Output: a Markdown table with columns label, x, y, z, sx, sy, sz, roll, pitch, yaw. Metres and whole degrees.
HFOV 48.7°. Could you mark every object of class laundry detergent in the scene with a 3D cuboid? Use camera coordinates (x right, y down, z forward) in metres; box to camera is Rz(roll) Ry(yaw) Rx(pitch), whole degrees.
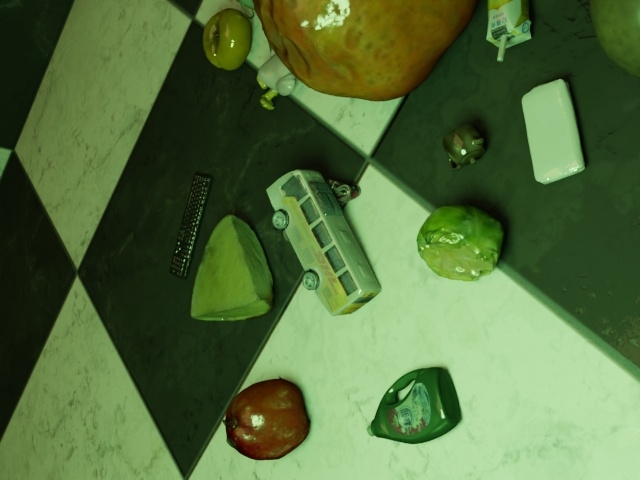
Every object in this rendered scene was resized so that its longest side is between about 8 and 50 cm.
| label | x | y | z | sx | sy | sz | roll | pitch | yaw |
| --- | --- | --- | --- | --- | --- | --- | --- | --- | --- |
| laundry detergent | 0.170 | 0.333 | 1.385 | 0.211 | 0.063 | 0.137 | -34 | 56 | 39 |

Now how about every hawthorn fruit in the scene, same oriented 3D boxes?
| label | x | y | z | sx | sy | sz | roll | pitch | yaw |
| --- | --- | --- | --- | --- | --- | --- | --- | --- | --- |
| hawthorn fruit | 0.063 | -0.514 | 1.437 | 0.471 | 0.471 | 0.472 | -13 | 71 | 43 |
| hawthorn fruit | -0.132 | 0.401 | 1.578 | 0.185 | 0.202 | 0.185 | -6 | 83 | 51 |

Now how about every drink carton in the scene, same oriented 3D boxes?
| label | x | y | z | sx | sy | sz | roll | pitch | yaw |
| --- | --- | --- | --- | --- | --- | --- | --- | --- | --- |
| drink carton | 0.362 | -0.428 | 1.360 | 0.084 | 0.074 | 0.200 | -9 | 75 | 45 |

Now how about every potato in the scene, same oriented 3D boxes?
| label | x | y | z | sx | sy | sz | roll | pitch | yaw |
| --- | --- | --- | --- | --- | --- | --- | --- | --- | --- |
| potato | -0.204 | 0.065 | 1.803 | 0.269 | 0.112 | 0.255 | -15 | 66 | 40 |

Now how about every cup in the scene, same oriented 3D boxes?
| label | x | y | z | sx | sy | sz | roll | pitch | yaw |
| --- | --- | --- | --- | --- | --- | --- | --- | --- | --- |
| cup | -0.199 | -0.673 | 1.994 | 0.075 | 0.083 | 0.055 | -47 | 52 | 30 |

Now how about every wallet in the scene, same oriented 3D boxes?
| label | x | y | z | sx | sy | sz | roll | pitch | yaw |
| --- | --- | --- | --- | --- | --- | --- | --- | --- | --- |
| wallet | 0.418 | -0.198 | 1.277 | 0.095 | 0.033 | 0.190 | -22 | 66 | 39 |

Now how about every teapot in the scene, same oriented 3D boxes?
| label | x | y | z | sx | sy | sz | roll | pitch | yaw |
| --- | --- | --- | --- | --- | --- | --- | --- | --- | --- |
| teapot | 0.283 | -0.174 | 1.385 | 0.068 | 0.076 | 0.121 | 67 | 154 | 21 |

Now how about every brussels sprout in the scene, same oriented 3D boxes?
| label | x | y | z | sx | sy | sz | roll | pitch | yaw |
| --- | --- | --- | --- | --- | --- | --- | --- | --- | --- |
| brussels sprout | 0.263 | -0.004 | 1.326 | 0.122 | 0.151 | 0.149 | -62 | 9 | -27 |

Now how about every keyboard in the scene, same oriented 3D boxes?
| label | x | y | z | sx | sy | sz | roll | pitch | yaw |
| --- | --- | --- | --- | --- | --- | --- | --- | --- | --- |
| keyboard | -0.380 | -0.043 | 2.074 | 0.100 | 0.018 | 0.310 | 18 | 93 | 47 |

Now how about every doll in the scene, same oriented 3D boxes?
| label | x | y | z | sx | sy | sz | roll | pitch | yaw |
| --- | --- | --- | --- | --- | --- | --- | --- | --- | --- |
| doll | -0.048 | -0.478 | 1.783 | 0.365 | 0.094 | 0.160 | -33 | 56 | 37 |

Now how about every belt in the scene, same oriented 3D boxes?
| label | x | y | z | sx | sy | sz | roll | pitch | yaw |
| --- | --- | --- | --- | --- | --- | --- | --- | --- | --- |
| belt | -0.003 | -0.071 | 1.667 | 0.232 | 0.053 | 0.071 | -38 | 54 | 34 |

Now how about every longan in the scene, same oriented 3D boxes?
| label | x | y | z | sx | sy | sz | roll | pitch | yaw |
| --- | --- | --- | --- | --- | --- | --- | --- | --- | --- |
| longan | 0.536 | -0.354 | 1.051 | 0.258 | 0.258 | 0.258 | -13 | 71 | 43 |

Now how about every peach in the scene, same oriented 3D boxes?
| label | x | y | z | sx | sy | sz | roll | pitch | yaw |
| --- | --- | --- | --- | --- | --- | --- | --- | --- | --- |
| peach | -0.266 | -0.575 | 2.024 | 0.179 | 0.103 | 0.179 | 2 | 92 | 53 |

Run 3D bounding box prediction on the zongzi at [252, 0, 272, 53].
| label | x | y | z | sx | sy | sz | roll | pitch | yaw |
| --- | --- | --- | --- | --- | --- | --- | --- | --- | --- |
| zongzi | -0.159 | -0.611 | 1.926 | 0.189 | 0.081 | 0.178 | 34 | 110 | 31 |

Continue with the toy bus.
| label | x | y | z | sx | sy | sz | roll | pitch | yaw |
| --- | --- | --- | --- | --- | --- | --- | --- | --- | --- |
| toy bus | 0.000 | 0.000 | 1.567 | 0.138 | 0.097 | 0.343 | -39 | 68 | 33 |
